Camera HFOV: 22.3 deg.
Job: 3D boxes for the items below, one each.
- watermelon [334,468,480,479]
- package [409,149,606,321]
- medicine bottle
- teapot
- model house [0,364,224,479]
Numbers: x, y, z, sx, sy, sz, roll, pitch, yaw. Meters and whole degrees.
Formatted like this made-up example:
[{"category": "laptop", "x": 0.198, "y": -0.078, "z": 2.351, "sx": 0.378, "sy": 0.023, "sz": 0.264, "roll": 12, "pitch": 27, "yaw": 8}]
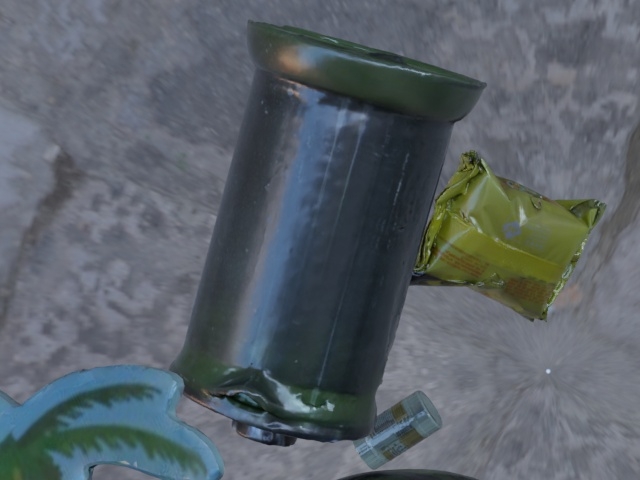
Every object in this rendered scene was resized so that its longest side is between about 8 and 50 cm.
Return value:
[{"category": "watermelon", "x": 0.038, "y": 0.337, "z": 1.248, "sx": 0.279, "sy": 0.279, "sz": 0.359, "roll": 35, "pitch": 117, "yaw": 9}, {"category": "package", "x": 0.191, "y": 0.002, "z": 1.722, "sx": 0.226, "sy": 0.090, "sz": 0.168, "roll": 21, "pitch": 107, "yaw": -33}, {"category": "medicine bottle", "x": 0.076, "y": 0.190, "z": 1.623, "sx": 0.083, "sy": 0.047, "sz": 0.047, "roll": -34, "pitch": 82, "yaw": 11}, {"category": "teapot", "x": 0.000, "y": 0.000, "z": 1.362, "sx": 0.200, "sy": 0.270, "sz": 0.337, "roll": 17, "pitch": 99, "yaw": 7}, {"category": "model house", "x": -0.103, "y": 0.185, "z": 0.750, "sx": 0.340, "sy": 0.300, "sz": 0.323, "roll": -37, "pitch": 62, "yaw": 21}]
